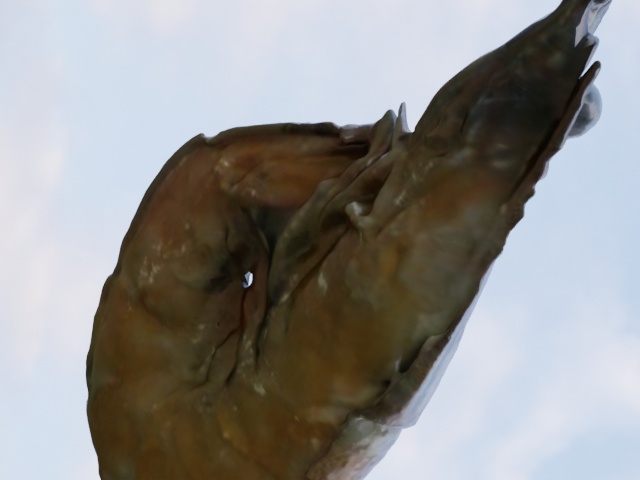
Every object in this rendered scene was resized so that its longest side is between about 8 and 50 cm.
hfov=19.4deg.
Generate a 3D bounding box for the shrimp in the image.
[{"bbox_3d":[0.000,0.000,0.763,0.164,0.062,0.317,50,-63,22],"label":"shrimp"}]
